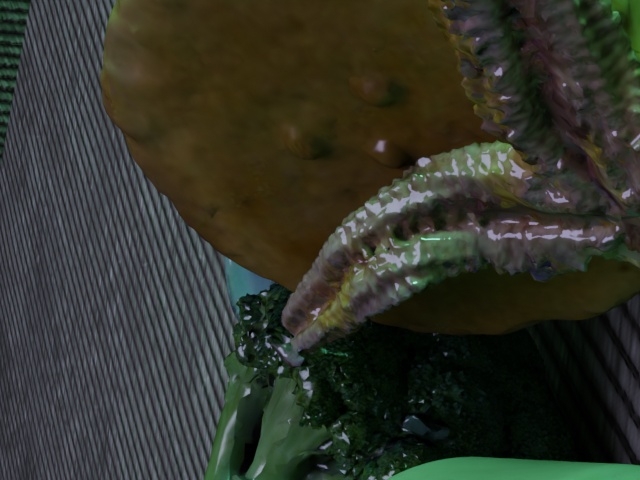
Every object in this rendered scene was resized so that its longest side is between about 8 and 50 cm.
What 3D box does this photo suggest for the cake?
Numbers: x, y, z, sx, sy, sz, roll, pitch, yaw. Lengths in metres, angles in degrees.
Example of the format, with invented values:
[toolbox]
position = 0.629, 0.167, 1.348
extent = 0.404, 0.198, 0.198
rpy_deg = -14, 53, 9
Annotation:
[cake]
position = 0.073, -0.156, 1.000
extent = 0.332, 0.332, 0.321
rpy_deg = 122, 168, -53

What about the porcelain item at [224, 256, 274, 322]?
[porcelain item]
position = 0.000, 0.000, 1.392
extent = 0.147, 0.114, 0.147
rpy_deg = -176, 90, -70

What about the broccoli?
[broccoli]
position = 0.023, 0.137, 1.114
extent = 0.270, 0.270, 0.270
rpy_deg = 50, 173, 8

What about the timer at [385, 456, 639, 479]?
[timer]
position = 0.171, 0.215, 0.774
extent = 0.315, 0.290, 0.291
rpy_deg = -21, 67, 50

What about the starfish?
[starfish]
position = 0.121, -0.014, 0.779
extent = 0.398, 0.132, 0.384
rpy_deg = 29, 152, 31
